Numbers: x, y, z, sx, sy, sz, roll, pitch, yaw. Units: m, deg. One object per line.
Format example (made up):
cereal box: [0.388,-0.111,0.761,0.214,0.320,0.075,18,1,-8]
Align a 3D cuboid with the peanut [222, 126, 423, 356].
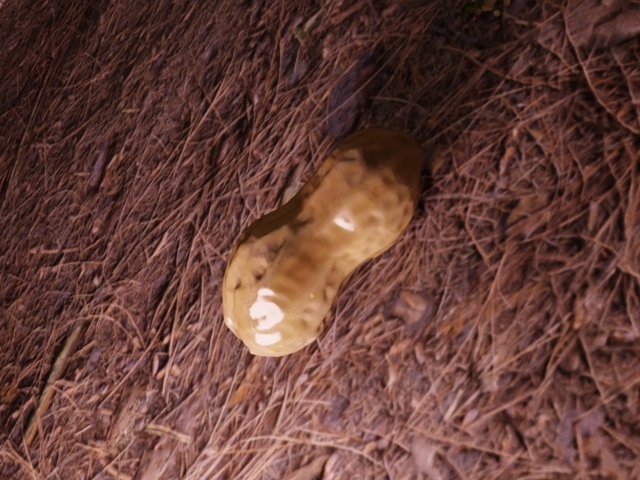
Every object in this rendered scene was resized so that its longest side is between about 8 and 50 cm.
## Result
peanut: [0.000,0.000,1.232,0.313,0.149,0.149,-45,41,17]

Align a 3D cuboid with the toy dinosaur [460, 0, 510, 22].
toy dinosaur: [0.205,-0.297,1.270,0.119,0.029,0.060,-52,28,13]
